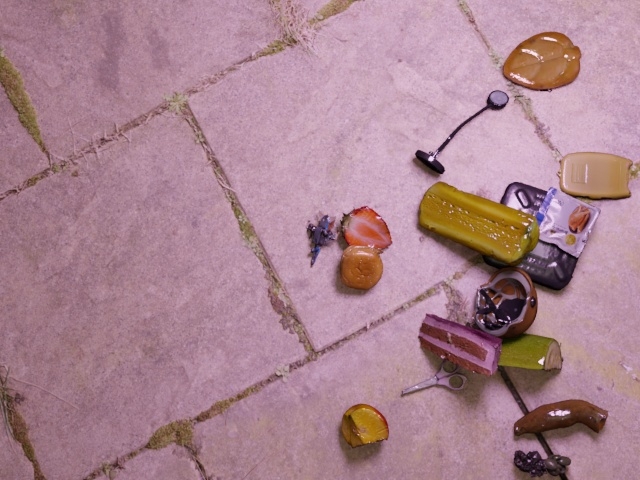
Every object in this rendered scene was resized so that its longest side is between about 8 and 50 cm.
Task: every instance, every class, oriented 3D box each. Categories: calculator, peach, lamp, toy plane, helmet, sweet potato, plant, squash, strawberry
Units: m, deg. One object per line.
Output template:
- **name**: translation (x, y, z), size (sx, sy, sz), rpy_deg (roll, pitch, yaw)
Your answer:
- **calculator**: translation (0.884, -0.209, 1.884), size (0.237, 0.033, 0.157), rpy_deg (4, 85, 7)
- **peach**: translation (0.143, 0.572, 1.819), size (0.151, 0.118, 0.151), rpy_deg (9, 104, 40)
- **lamp**: translation (0.465, -0.359, 1.933), size (0.130, 0.108, 0.371), rpy_deg (38, 73, 19)
- **toy plane**: translation (-0.007, -0.002, 1.921), size (0.135, 0.062, 0.188), rpy_deg (24, 89, 35)
- **helmet**: translation (0.582, 0.205, 1.802), size (0.130, 0.198, 0.224), rpy_deg (39, 71, -35)
- **sweet potato**: translation (0.733, 0.549, 1.786), size (0.286, 0.085, 0.112), rpy_deg (-13, 87, 4)
- **plant**: translation (0.674, 0.680, 1.783), size (0.174, 0.087, 0.085), rpy_deg (5, 119, 2)
- **squash**: translation (0.590, 0.342, 1.845), size (0.289, 0.203, 0.111), rpy_deg (-2, 81, 38)
- **strawberry**: translation (0.151, -0.038, 1.903), size (0.187, 0.082, 0.146), rpy_deg (27, 109, -7)

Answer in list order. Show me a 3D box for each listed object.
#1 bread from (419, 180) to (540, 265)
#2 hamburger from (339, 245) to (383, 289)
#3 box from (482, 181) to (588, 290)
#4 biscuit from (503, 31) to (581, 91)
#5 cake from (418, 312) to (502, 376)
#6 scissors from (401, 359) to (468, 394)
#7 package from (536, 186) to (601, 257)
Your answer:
- **bread**: translation (0.488, -0.055, 1.821), size (0.384, 0.112, 0.166), rpy_deg (26, 103, 30)
- **hamburger**: translation (0.132, 0.086, 1.870), size (0.138, 0.083, 0.147), rpy_deg (7, 113, -9)
- **box**: translation (0.688, -0.017, 1.858), size (0.289, 0.073, 0.290), rpy_deg (22, 85, 7)
- **biscuit**: translation (0.732, -0.589, 1.933), size (0.260, 0.041, 0.203), rpy_deg (-14, 83, 1)
- **cake**: translation (0.429, 0.315, 1.786), size (0.295, 0.113, 0.116), rpy_deg (20, 101, 45)
- **scissors**: translation (0.358, 0.448, 1.860), size (0.212, 0.021, 0.110), rpy_deg (-21, 75, 3)
- **package**: translation (0.753, -0.057, 1.806), size (0.173, 0.027, 0.171), rpy_deg (26, 85, 5)
